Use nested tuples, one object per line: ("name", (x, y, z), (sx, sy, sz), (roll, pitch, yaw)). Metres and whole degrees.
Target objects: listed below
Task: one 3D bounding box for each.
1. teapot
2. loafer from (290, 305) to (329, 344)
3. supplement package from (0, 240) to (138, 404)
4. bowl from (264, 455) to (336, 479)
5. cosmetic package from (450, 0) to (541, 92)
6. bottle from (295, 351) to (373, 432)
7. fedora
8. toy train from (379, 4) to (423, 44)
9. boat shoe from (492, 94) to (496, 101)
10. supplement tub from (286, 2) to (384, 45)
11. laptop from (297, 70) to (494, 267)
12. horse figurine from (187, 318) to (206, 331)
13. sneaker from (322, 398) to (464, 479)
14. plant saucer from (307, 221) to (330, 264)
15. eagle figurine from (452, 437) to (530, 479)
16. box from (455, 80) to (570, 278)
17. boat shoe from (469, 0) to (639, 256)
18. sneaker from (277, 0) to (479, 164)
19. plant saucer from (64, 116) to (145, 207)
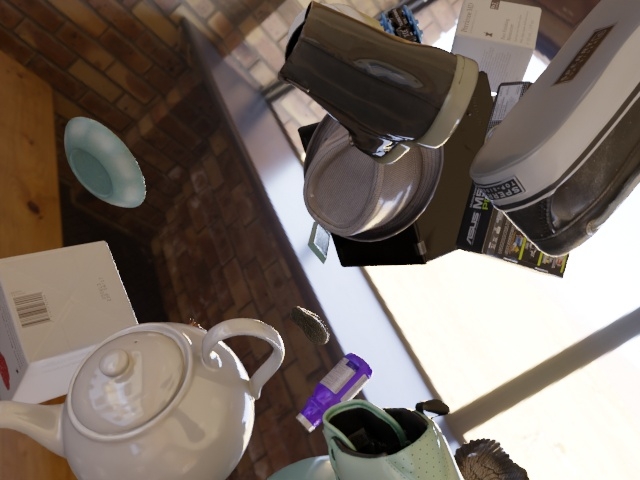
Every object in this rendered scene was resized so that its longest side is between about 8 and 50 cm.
("teapot", (-0.206, 0.191, 0.699), (0.252, 0.256, 0.187), (17, -37, 27))
("loafer", (-0.019, 0.209, 1.426), (0.050, 0.056, 0.148), (11, 20, -41))
("supplement package", (-0.462, 0.156, 0.989), (0.175, 0.293, 0.178), (-14, 70, -40))
("bowl", (-0.002, 0.406, 0.647), (0.312, 0.311, 0.163), (57, 0, 26))
("cosmetic package", (0.410, -0.467, 1.376), (0.183, 0.151, 0.151), (14, -29, 9))
("bottle", (0.042, 0.491, 1.844), (0.118, 0.283, 0.092), (17, -35, 57))
("fedora", (0.065, -0.113, 0.968), (0.243, 0.275, 0.124), (43, 31, 8))
("toy train", (0.191, -0.460, 1.312), (0.105, 0.080, 0.184), (66, 9, -46))
("boat shoe", (0.428, -0.348, 1.532), (0.065, 0.206, 0.075), (-93, 161, -61))
("supplement tub", (0.075, -0.535, 1.635), (0.235, 0.235, 0.324), (54, 29, 14))
("laptop", (0.214, -0.157, 1.401), (0.236, 0.407, 0.382), (-33, 110, -45))
("horse figurine", (-0.358, 0.369, 1.553), (0.174, 0.263, 0.066), (42, -15, -26))
("sneaker", (0.039, 0.192, 0.455), (0.256, 0.094, 0.151), (-30, -94, 59))
("plant saucer", (0.000, 0.000, 1.505), (0.067, 0.018, 0.192), (51, 15, -13))
("eagle figurine", (0.258, 0.455, 0.932), (0.226, 0.225, 0.298), (33, 2, -44))
("box", (0.342, -0.089, 0.922), (0.216, 0.270, 0.060), (14, 1, -34))
("boat shoe", (0.244, -0.120, 0.413), (0.105, 0.306, 0.113), (44, -10, -16))
("sneaker", (0.029, -0.122, 0.441), (0.118, 0.083, 0.222), (24, 1, -8))
("plant saucer", (-0.412, -0.133, 1.059), (0.195, 0.195, 0.037), (49, 49, -11))
